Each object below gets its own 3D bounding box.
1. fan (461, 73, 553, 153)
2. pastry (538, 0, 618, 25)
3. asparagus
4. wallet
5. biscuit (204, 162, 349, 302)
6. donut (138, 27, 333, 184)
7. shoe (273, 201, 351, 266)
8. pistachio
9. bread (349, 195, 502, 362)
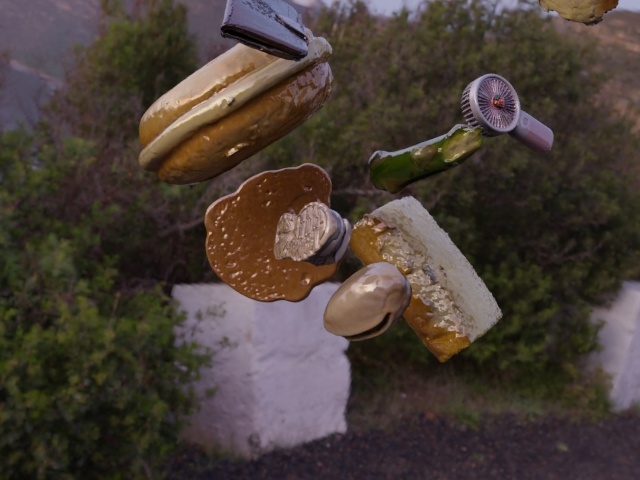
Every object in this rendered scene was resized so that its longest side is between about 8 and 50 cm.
[{"bbox_3d":[0.408,-0.262,1.951,0.244,0.130,0.074,26,-25,-25],"label":"fan"},{"bbox_3d":[0.658,-0.672,2.250,0.170,0.256,0.237,54,-5,-37],"label":"pastry"},{"bbox_3d":[0.187,-0.150,1.696,0.082,0.085,0.343,50,-25,-16],"label":"asparagus"},{"bbox_3d":[-0.082,-0.335,1.366,0.137,0.031,0.255,22,28,-17],"label":"wallet"},{"bbox_3d":[-0.095,-0.012,2.143,0.312,0.351,0.057,53,2,1],"label":"biscuit"},{"bbox_3d":[-0.165,-0.265,1.795,0.198,0.449,0.449,57,8,-7],"label":"donut"},{"bbox_3d":[0.000,0.000,1.363,0.092,0.089,0.180,14,-12,-25],"label":"shoe"},{"bbox_3d":[0.096,0.131,1.860,0.126,0.223,0.152,22,44,-33],"label":"pistachio"},{"bbox_3d":[0.237,0.081,2.088,0.375,0.165,0.236,55,32,9],"label":"bread"}]
